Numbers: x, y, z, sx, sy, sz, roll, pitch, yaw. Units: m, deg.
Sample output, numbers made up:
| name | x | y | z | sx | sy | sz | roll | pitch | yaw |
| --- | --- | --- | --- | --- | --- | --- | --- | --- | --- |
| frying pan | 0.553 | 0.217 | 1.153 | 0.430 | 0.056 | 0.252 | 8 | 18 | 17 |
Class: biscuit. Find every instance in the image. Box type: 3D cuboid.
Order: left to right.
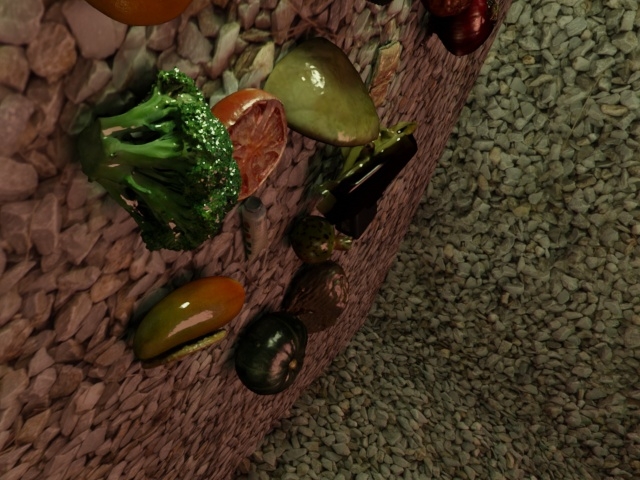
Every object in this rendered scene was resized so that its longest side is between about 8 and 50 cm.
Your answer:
| name | x | y | z | sx | sy | sz | roll | pitch | yaw |
| --- | --- | --- | --- | --- | --- | --- | --- | --- | --- |
| biscuit | -0.326 | 0.261 | 1.208 | 0.219 | 0.033 | 0.220 | -22 | 179 | 0 |

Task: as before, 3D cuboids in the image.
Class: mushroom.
| name | x | y | z | sx | sy | sz | roll | pitch | yaw |
| --- | --- | --- | --- | --- | --- | --- | --- | --- | --- |
| mushroom | 0.040 | -0.328 | 1.137 | 0.292 | 0.217 | 0.212 | -11 | 126 | -67 |

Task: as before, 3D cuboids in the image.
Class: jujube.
| name | x | y | z | sx | sy | sz | roll | pitch | yaw |
| --- | --- | --- | --- | --- | --- | --- | --- | --- | --- |
| jujube | 0.370 | -0.762 | 1.413 | 0.174 | 0.174 | 0.250 | -49 | 152 | -30 |

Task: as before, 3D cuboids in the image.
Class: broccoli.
| name | x | y | z | sx | sy | sz | roll | pitch | yaw |
| --- | --- | --- | --- | --- | --- | --- | --- | --- | --- |
| broccoli | -0.236 | -0.111 | 0.773 | 0.269 | 0.262 | 0.241 | -25 | 159 | 39 |

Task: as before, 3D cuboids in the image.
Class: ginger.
| name | x | y | z | sx | sy | sz | roll | pitch | yaw |
| --- | --- | --- | --- | --- | --- | --- | --- | --- | --- |
| ginger | 0.112 | -0.238 | 1.592 | 0.413 | 0.211 | 0.358 | -34 | 164 | -36 |

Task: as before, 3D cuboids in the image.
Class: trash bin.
| name | x | y | z | sx | sy | sz | roll | pitch | yaw |
| --- | --- | --- | --- | --- | --- | --- | --- | --- | --- |
| trash bin | 0.137 | -0.139 | 1.892 | 0.165 | 0.115 | 0.225 | -52 | 160 | -24 |

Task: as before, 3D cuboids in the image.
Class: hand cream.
| name | x | y | z | sx | sy | sz | roll | pitch | yaw |
| --- | --- | --- | --- | --- | --- | --- | --- | --- | --- |
| hand cream | -0.172 | -0.025 | 1.331 | 0.095 | 0.059 | 0.276 | -52 | 166 | -26 |

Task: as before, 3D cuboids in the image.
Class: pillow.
| name | x | y | z | sx | sy | sz | roll | pitch | yaw |
| --- | --- | --- | --- | --- | --- | --- | --- | --- | --- |
| pillow | 0.186 | -0.499 | 1.557 | 0.126 | 0.043 | 0.233 | -37 | 155 | -39 |

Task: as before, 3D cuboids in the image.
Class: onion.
| name | x | y | z | sx | sy | sz | roll | pitch | yaw |
| --- | --- | --- | --- | --- | --- | --- | --- | --- | --- |
| onion | 0.441 | -0.740 | 1.653 | 0.273 | 0.285 | 0.273 | 33 | 52 | -58 |

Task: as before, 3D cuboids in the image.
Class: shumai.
| name | x | y | z | sx | sy | sz | roll | pitch | yaw |
| --- | --- | --- | --- | --- | --- | --- | --- | --- | --- |
| shumai | -0.018 | 0.183 | 1.996 | 0.346 | 0.217 | 0.283 | -58 | -163 | 33 |

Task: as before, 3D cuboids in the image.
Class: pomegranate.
| name | x | y | z | sx | sy | sz | roll | pitch | yaw |
| --- | --- | --- | --- | --- | --- | --- | --- | --- | --- |
| pomegranate | 0.000 | 0.000 | 1.612 | 0.159 | 0.204 | 0.159 | -173 | -90 | -89 |

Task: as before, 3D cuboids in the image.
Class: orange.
| name | x | y | z | sx | sy | sz | roll | pitch | yaw |
| --- | --- | --- | --- | --- | --- | --- | --- | --- | --- |
| orange | -0.212 | -0.324 | 0.568 | 0.159 | 0.159 | 0.136 | -55 | -161 | -15 |

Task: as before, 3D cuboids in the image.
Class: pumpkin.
| name | x | y | z | sx | sy | sz | roll | pitch | yaw |
| --- | --- | --- | --- | --- | --- | --- | --- | --- | --- |
| pumpkin | -0.171 | 0.395 | 1.772 | 0.300 | 0.207 | 0.300 | -37 | 138 | -41 |

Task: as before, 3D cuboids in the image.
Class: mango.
| name | x | y | z | sx | sy | sz | roll | pitch | yaw |
| --- | --- | --- | --- | --- | --- | --- | --- | --- | --- |
| mango | -0.297 | 0.165 | 1.152 | 0.146 | 0.129 | 0.289 | -39 | 173 | 36 |

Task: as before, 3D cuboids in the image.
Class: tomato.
| name | x | y | z | sx | sy | sz | roll | pitch | yaw |
| --- | --- | --- | --- | --- | --- | --- | --- | --- | --- |
| tomato | -0.169 | -0.193 | 0.989 | 0.237 | 0.095 | 0.237 | -46 | 159 | -24 |

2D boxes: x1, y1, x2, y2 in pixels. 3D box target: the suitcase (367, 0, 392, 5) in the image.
| name | x | y | z | sx | sy | sz | roll | pitch | yaw |
| --- | --- | --- | --- | --- | --- | --- | --- | --- | --- |
| suitcase | 0.125 | -0.604 | 0.943 | 0.312 | 0.202 | 0.128 | -56 | 162 | -14 |
